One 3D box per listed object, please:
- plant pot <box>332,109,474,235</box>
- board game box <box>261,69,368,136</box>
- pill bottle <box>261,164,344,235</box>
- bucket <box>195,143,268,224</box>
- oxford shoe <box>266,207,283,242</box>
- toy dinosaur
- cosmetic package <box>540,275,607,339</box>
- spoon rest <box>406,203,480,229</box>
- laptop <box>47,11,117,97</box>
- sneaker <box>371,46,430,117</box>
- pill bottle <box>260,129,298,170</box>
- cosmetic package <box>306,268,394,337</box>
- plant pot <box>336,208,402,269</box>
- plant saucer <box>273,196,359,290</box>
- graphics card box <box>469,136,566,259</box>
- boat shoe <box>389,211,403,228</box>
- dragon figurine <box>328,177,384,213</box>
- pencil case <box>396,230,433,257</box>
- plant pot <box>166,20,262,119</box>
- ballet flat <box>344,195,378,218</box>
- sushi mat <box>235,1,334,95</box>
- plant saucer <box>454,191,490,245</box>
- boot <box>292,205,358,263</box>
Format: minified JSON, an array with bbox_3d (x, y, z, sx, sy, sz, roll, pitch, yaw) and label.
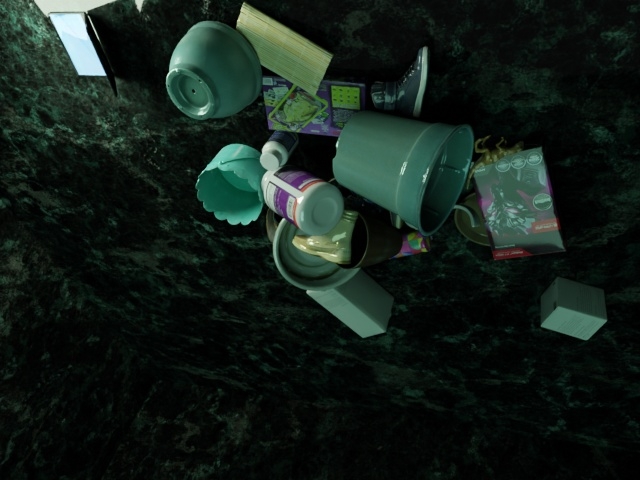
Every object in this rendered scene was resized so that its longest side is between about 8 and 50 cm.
[{"bbox_3d":[0.241,-0.234,1.560,0.334,0.341,0.341,26,145,29],"label":"plant pot"},{"bbox_3d":[-0.016,-0.445,1.674,0.346,0.056,0.208,9,134,13],"label":"board game box"},{"bbox_3d":[-0.074,-0.150,1.747,0.323,0.181,0.182,35,158,49],"label":"pill bottle"},{"bbox_3d":[-0.316,-0.217,1.939,0.280,0.183,0.281,12,139,10],"label":"bucket"},{"bbox_3d":[-0.163,-0.088,2.053,0.129,0.133,0.364,21,139,-1],"label":"oxford shoe"},{"bbox_3d":[0.504,-0.253,1.541,0.211,0.064,0.112,-30,83,30],"label":"toy dinosaur"},{"bbox_3d":[0.964,0.260,1.953,0.183,0.151,0.152,17,140,6],"label":"cosmetic package"},{"bbox_3d":[0.427,-0.084,1.812,0.276,0.137,0.084,-1,95,41],"label":"spoon rest"},{"bbox_3d":[-0.806,-0.629,1.727,0.136,0.264,0.234,-20,136,-9],"label":"laptop"},{"bbox_3d":[0.234,-0.471,1.509,0.163,0.086,0.226,11,140,7],"label":"sneaker"},{"bbox_3d":[-0.145,-0.316,1.765,0.094,0.169,0.094,12,133,13],"label":"pill bottle"},{"bbox_3d":[0.140,0.243,2.242,0.365,0.197,0.155,43,137,-22],"label":"cosmetic package"},{"bbox_3d":[0.187,0.001,1.879,0.230,0.216,0.215,3,152,-37],"label":"plant pot"},{"bbox_3d":[0.000,0.000,2.011,0.399,0.100,0.401,-7,114,-16],"label":"plant saucer"},{"bbox_3d":[0.637,-0.124,1.643,0.232,0.094,0.371,-9,113,31],"label":"graphics card box"},{"bbox_3d":[0.259,-0.169,1.823,0.092,0.103,0.285,9,134,21],"label":"boat shoe"},{"bbox_3d":[0.143,-0.162,1.796,0.085,0.289,0.144,-14,85,31],"label":"dragon figurine"},{"bbox_3d":[0.321,0.013,1.996,0.236,0.105,0.104,-15,128,31],"label":"pencil case"},{"bbox_3d":[-0.357,-0.504,1.603,0.292,0.196,0.293,19,141,16],"label":"plant pot"},{"bbox_3d":[0.168,-0.113,1.939,0.188,0.070,0.070,32,140,-32],"label":"ballet flat"},{"bbox_3d":[-0.123,-0.579,1.550,0.316,0.019,0.151,31,135,1],"label":"sushi mat"},{"bbox_3d":[0.618,-0.086,1.805,0.277,0.041,0.278,12,139,11],"label":"plant saucer"},{"bbox_3d":[0.017,-0.042,1.823,0.261,0.095,0.204,19,103,42],"label":"boot"}]
